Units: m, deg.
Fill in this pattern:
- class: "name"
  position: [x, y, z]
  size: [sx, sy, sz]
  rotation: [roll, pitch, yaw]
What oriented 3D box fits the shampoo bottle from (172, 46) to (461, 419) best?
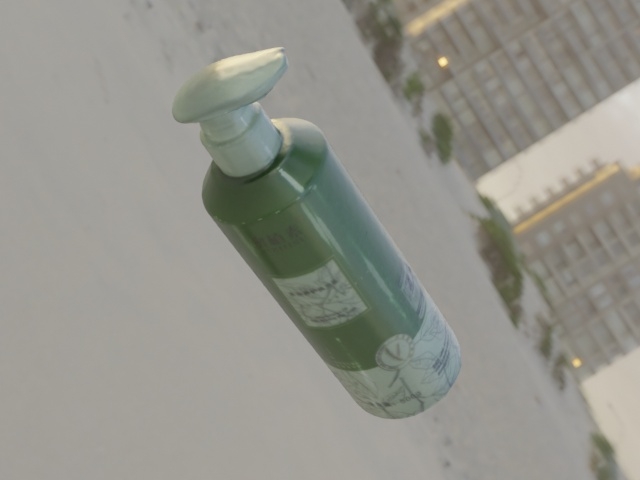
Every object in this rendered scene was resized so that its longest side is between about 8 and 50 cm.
- class: "shampoo bottle"
  position: [0.000, 0.000, 0.622]
  size: [0.204, 0.065, 0.065]
  rotation: [55, 3, -41]
